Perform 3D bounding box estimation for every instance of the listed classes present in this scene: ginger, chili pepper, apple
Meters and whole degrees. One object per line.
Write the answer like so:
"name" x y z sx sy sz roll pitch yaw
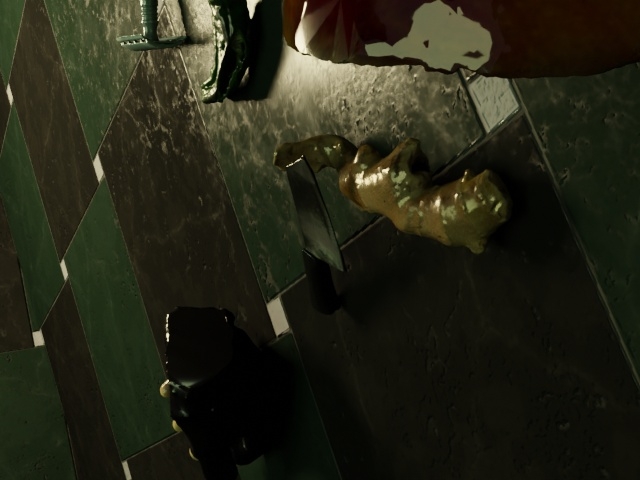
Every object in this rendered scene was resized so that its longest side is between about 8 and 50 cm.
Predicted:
"ginger" 0.055 -0.056 0.760 0.288 0.075 0.089 27 136 49
"chili pepper" -0.113 -0.217 1.010 0.073 0.050 0.182 54 147 23
"apple" 0.113 -0.185 0.525 0.346 0.179 0.254 28 87 53

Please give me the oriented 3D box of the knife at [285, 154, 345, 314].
"knife" 0.000 0.000 0.849 0.060 0.028 0.230 31 149 34

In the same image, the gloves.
"gloves" -0.132 0.223 1.116 0.301 0.152 0.197 105 162 -50

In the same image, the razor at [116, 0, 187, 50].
"razor" -0.231 -0.376 1.156 0.106 0.068 0.232 17 109 56
